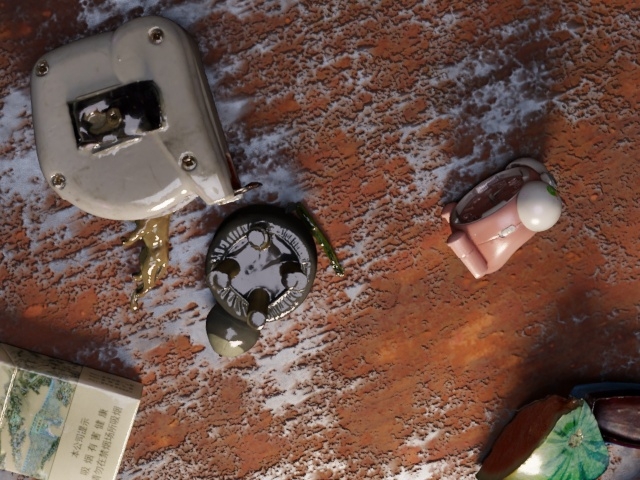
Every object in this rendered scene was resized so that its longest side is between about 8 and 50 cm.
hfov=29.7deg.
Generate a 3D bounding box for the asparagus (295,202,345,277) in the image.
[{"bbox_3d":[0.000,0.000,1.714,0.018,0.015,0.127,-29,106,15],"label":"asparagus"}]

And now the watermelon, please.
[{"bbox_3d":[0.345,0.326,1.754,0.146,0.231,0.128,31,62,-9],"label":"watermelon"}]

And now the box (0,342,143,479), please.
[{"bbox_3d":[-0.402,0.254,1.737,0.256,0.069,0.164,17,105,-8],"label":"box"}]

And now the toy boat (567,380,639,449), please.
[{"bbox_3d":[0.468,0.260,1.780,0.223,0.097,0.100,9,94,-12],"label":"toy boat"}]

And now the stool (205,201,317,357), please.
[{"bbox_3d":[-0.083,0.060,1.662,0.153,0.139,0.228,3,104,1],"label":"stool"}]

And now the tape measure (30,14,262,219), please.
[{"bbox_3d":[-0.240,-0.147,1.571,0.265,0.130,0.258,-18,92,4],"label":"tape measure"}]

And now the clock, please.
[{"bbox_3d":[0.257,-0.034,1.648,0.162,0.166,0.093,-37,106,15],"label":"clock"}]

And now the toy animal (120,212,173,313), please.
[{"bbox_3d":[-0.248,0.000,1.674,0.086,0.069,0.220,8,108,-16],"label":"toy animal"}]
